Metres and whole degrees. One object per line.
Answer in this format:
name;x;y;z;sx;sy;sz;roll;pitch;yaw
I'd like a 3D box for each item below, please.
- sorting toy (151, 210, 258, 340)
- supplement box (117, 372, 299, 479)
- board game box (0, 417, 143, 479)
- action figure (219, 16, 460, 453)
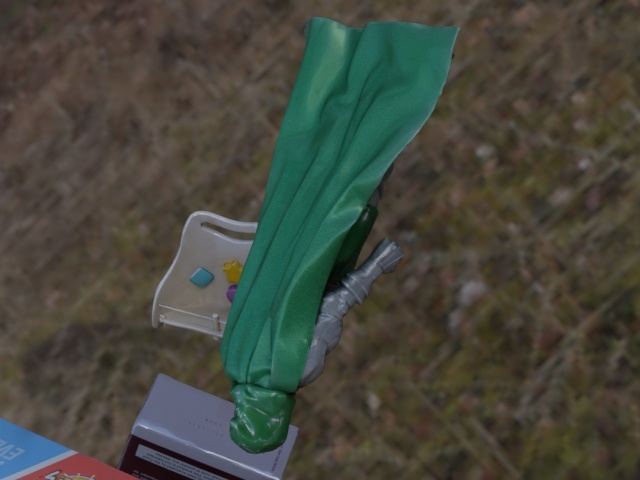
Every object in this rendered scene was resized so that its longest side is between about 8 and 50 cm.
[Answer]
sorting toy;-0.052;0.020;1.031;0.083;0.075;0.045;14;32;19
supplement box;-0.117;0.238;1.497;0.073;0.130;0.239;-69;1;-55
board game box;-0.161;0.252;1.014;0.242;0.316;0.064;16;34;41
action figure;0.000;0.000;0.926;0.137;0.063;0.232;8;75;59
